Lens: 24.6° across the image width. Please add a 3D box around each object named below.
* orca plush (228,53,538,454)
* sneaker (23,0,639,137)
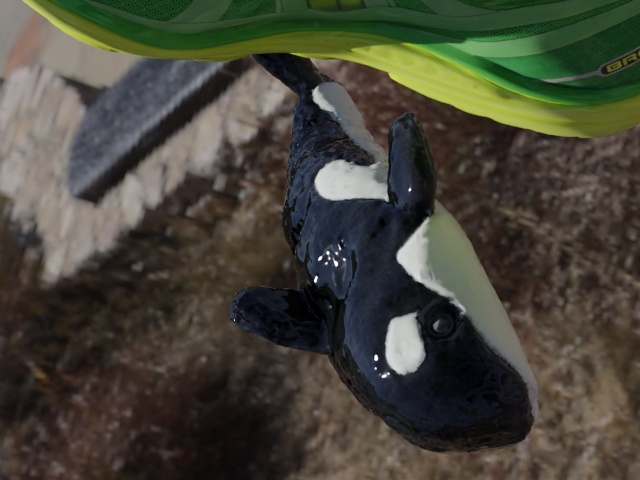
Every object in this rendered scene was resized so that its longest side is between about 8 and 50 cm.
[{"bbox_3d":[0.000,0.000,0.695,0.151,0.102,0.287,86,165,-52],"label":"orca plush"},{"bbox_3d":[0.007,-0.127,0.550,0.109,0.295,0.123,-91,14,-47],"label":"sneaker"}]
